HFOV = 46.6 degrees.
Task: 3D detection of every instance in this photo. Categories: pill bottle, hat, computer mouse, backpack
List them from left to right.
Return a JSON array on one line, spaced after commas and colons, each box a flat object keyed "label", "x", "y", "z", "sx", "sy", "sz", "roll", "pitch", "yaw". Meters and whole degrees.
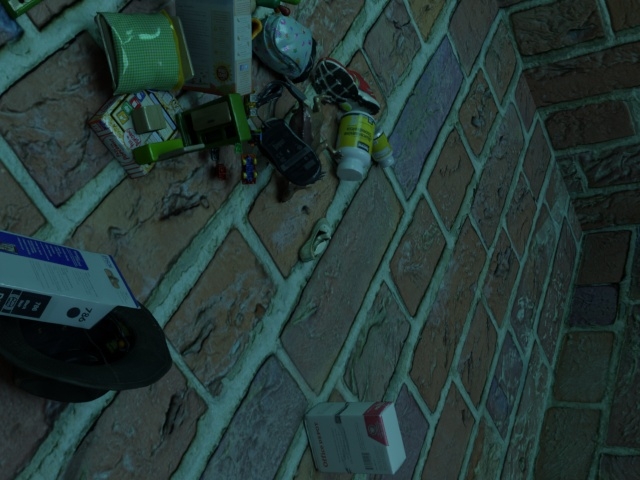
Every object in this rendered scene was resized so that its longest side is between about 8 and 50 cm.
[{"label": "hat", "x": -0.422, "y": 0.186, "z": 1.238, "sx": 0.331, "sy": 0.331, "sz": 0.134, "roll": 2, "pitch": 124, "yaw": -54}, {"label": "backpack", "x": -0.093, "y": -0.495, "z": 1.869, "sx": 0.182, "sy": 0.115, "sz": 0.152, "roll": 25, "pitch": 66, "yaw": -47}, {"label": "computer mouse", "x": -0.075, "y": -0.254, "z": 1.767, "sx": 0.262, "sy": 0.060, "sz": 0.184, "roll": 44, "pitch": 75, "yaw": 8}, {"label": "pill bottle", "x": 0.095, "y": -0.265, "z": 2.096, "sx": 0.103, "sy": 0.103, "sz": 0.184, "roll": 35, "pitch": 56, "yaw": -46}, {"label": "pill bottle", "x": 0.180, "y": -0.280, "z": 2.252, "sx": 0.116, "sy": 0.065, "sz": 0.065, "roll": 61, "pitch": 41, "yaw": -29}]

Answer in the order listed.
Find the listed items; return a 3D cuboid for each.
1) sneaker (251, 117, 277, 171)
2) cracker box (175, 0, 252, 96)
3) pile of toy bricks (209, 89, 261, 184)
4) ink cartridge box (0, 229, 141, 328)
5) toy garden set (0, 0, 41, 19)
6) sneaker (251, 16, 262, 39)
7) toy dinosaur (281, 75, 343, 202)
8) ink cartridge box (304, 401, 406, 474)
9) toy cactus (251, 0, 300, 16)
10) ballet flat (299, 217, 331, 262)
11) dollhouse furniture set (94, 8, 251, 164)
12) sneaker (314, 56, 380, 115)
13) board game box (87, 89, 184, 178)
[{"label": "sneaker", "x": -0.120, "y": -0.227, "z": 1.829, "sx": 0.065, "sy": 0.061, "sz": 0.158, "roll": 50, "pitch": 46, "yaw": -46}, {"label": "cracker box", "x": -0.225, "y": -0.430, "z": 1.575, "sx": 0.067, "sy": 0.155, "sz": 0.232, "roll": -35, "pitch": 133, "yaw": -52}, {"label": "pile of toy bricks", "x": -0.197, "y": -0.238, "z": 1.687, "sx": 0.118, "sy": 0.105, "sz": 0.212, "roll": -5, "pitch": 110, "yaw": -16}, {"label": "ink cartridge box", "x": -0.463, "y": 0.056, "z": 1.178, "sx": 0.332, "sy": 0.165, "sz": 0.065, "roll": 18, "pitch": 111, "yaw": -43}, {"label": "toy garden set", "x": -0.539, "y": -0.550, "z": 1.309, "sx": 0.244, "sy": 0.049, "sz": 0.204, "roll": 60, "pitch": 41, "yaw": -28}, {"label": "sneaker", "x": -0.213, "y": -0.466, "z": 1.723, "sx": 0.084, "sy": 0.083, "sz": 0.215, "roll": 62, "pitch": 41, "yaw": -29}, {"label": "toy dinosaur", "x": -0.039, "y": -0.255, "z": 1.849, "sx": 0.200, "sy": 0.127, "sz": 0.296, "roll": -56, "pitch": 142, "yaw": -58}, {"label": "ink cartridge box", "x": 0.085, "y": 0.487, "z": 1.840, "sx": 0.092, "sy": 0.217, "sz": 0.159, "roll": -26, "pitch": 105, "yaw": -59}, {"label": "toy cactus", "x": -0.163, "y": -0.566, "z": 1.736, "sx": 0.181, "sy": 0.218, "sz": 0.112, "roll": -62, "pitch": 176, "yaw": -36}, {"label": "ballet flat", "x": 0.000, "y": 0.000, "z": 1.957, "sx": 0.057, "sy": 0.052, "sz": 0.168, "roll": 59, "pitch": 41, "yaw": -29}, {"label": "dollhouse furniture set", "x": -0.285, "y": -0.317, "z": 1.452, "sx": 0.197, "sy": 0.151, "sz": 0.302, "roll": -23, "pitch": 102, "yaw": -54}, {"label": "sneaker", "x": 0.066, "y": -0.448, "z": 2.122, "sx": 0.279, "sy": 0.107, "sz": 0.118, "roll": 32, "pitch": 40, "yaw": -51}, {"label": "board game box", "x": -0.361, "y": -0.243, "z": 1.502, "sx": 0.147, "sy": 0.045, "sz": 0.194, "roll": 57, "pitch": 42, "yaw": -31}]
